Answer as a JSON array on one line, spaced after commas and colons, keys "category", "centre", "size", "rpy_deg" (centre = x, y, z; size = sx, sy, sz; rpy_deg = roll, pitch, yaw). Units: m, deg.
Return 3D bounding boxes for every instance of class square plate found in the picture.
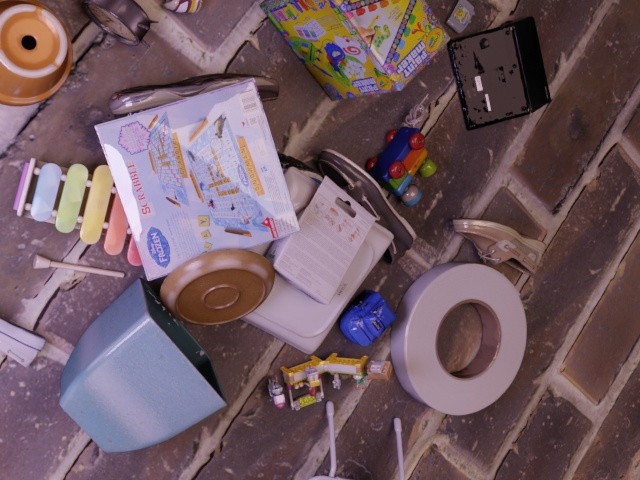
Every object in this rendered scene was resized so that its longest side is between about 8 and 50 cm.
[{"category": "square plate", "centre": [-0.035, 0.062, 1.869], "size": [0.344, 0.049, 0.347], "rpy_deg": [32, 95, -35]}]

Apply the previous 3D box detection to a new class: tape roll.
[{"category": "tape roll", "centre": [0.357, 0.246, 2.152], "size": [0.392, 0.072, 0.391], "rpy_deg": [-3, 96, -27]}]

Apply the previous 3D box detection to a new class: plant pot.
[{"category": "plant pot", "centre": [-0.372, 0.270, 1.680], "size": [0.252, 0.248, 0.247], "rpy_deg": [-38, 111, -3]}, {"category": "plant pot", "centre": [-0.204, 0.105, 1.712], "size": [0.237, 0.032, 0.236], "rpy_deg": [-12, 142, -10]}, {"category": "plant pot", "centre": [-0.547, -0.355, 1.552], "size": [0.205, 0.188, 0.205], "rpy_deg": [-2, 95, -28]}]

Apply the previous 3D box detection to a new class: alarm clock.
[{"category": "alarm clock", "centre": [-0.413, -0.454, 1.655], "size": [0.192, 0.129, 0.064], "rpy_deg": [30, 78, -6]}]

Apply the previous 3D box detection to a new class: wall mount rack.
[{"category": "wall mount rack", "centre": [0.085, 0.563, 2.010], "size": [0.350, 0.130, 0.304], "rpy_deg": [19, 89, -28]}]

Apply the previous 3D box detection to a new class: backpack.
[{"category": "backpack", "centre": [0.110, 0.187, 2.000], "size": [0.120, 0.101, 0.098], "rpy_deg": [-42, 105, -15]}]

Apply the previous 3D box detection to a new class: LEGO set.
[{"category": "LEGO set", "centre": [0.023, 0.334, 1.947], "size": [0.287, 0.132, 0.107], "rpy_deg": [-9, 105, -5]}]

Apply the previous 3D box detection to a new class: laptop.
[{"category": "laptop", "centre": [0.466, -0.433, 2.184], "size": [0.265, 0.136, 0.234], "rpy_deg": [-16, 102, 0]}]

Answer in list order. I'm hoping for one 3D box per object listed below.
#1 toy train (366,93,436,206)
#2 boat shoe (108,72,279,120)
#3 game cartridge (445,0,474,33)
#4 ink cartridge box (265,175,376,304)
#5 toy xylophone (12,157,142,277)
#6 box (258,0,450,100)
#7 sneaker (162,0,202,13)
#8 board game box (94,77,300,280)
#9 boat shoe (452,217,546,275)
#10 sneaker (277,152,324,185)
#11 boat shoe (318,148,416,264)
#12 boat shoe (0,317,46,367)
[{"category": "toy train", "centre": [0.233, -0.213, 2.035], "size": [0.143, 0.105, 0.248], "rpy_deg": [45, 74, -34]}, {"category": "boat shoe", "centre": [-0.256, -0.270, 1.763], "size": [0.356, 0.132, 0.130], "rpy_deg": [-12, 110, -18]}, {"category": "game cartridge", "centre": [0.349, -0.560, 2.109], "size": [0.056, 0.017, 0.083], "rpy_deg": [34, 79, -30]}, {"category": "ink cartridge box", "centre": [0.000, 0.000, 1.811], "size": [0.181, 0.056, 0.224], "rpy_deg": [38, 72, -36]}, {"category": "toy xylophone", "centre": [-0.449, -0.043, 1.692], "size": [0.323, 0.081, 0.236], "rpy_deg": [5, 92, -28]}, {"category": "box", "centre": [0.067, -0.466, 1.812], "size": [0.177, 0.290, 0.279], "rpy_deg": [-47, 114, -18]}, {"category": "sneaker", "centre": [-0.287, -0.564, 1.740], "size": [0.084, 0.070, 0.185], "rpy_deg": [-3, 95, -33]}, {"category": "board game box", "centre": [-0.236, -0.121, 1.660], "size": [0.318, 0.066, 0.318], "rpy_deg": [-17, 101, -7]}, {"category": "boat shoe", "centre": [0.455, 0.016, 2.166], "size": [0.302, 0.109, 0.098], "rpy_deg": [19, 84, -33]}, {"category": "sneaker", "centre": [-0.145, -0.107, 1.841], "size": [0.330, 0.130, 0.147], "rpy_deg": [-7, 116, -29]}, {"category": "boat shoe", "centre": [0.099, -0.073, 1.964], "size": [0.335, 0.112, 0.095], "rpy_deg": [45, 69, -27]}, {"category": "boat shoe", "centre": [-0.635, 0.176, 1.610], "size": [0.226, 0.083, 0.075], "rpy_deg": [32, 78, -27]}]
